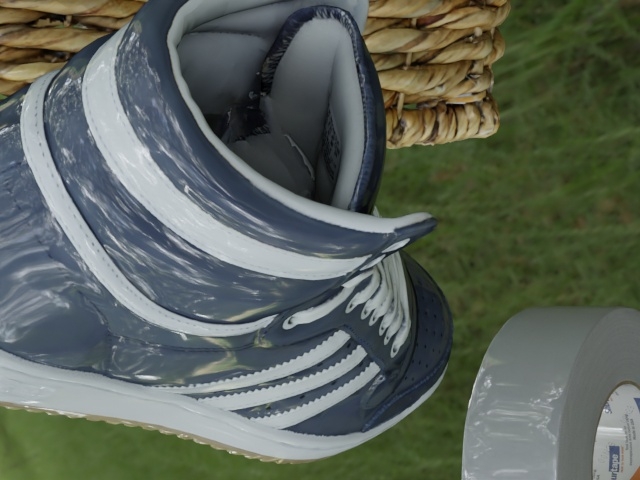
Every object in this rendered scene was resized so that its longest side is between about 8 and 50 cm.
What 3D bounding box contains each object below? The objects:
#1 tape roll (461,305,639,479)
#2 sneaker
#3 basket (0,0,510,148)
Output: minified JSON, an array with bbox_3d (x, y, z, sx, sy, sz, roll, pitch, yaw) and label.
[{"bbox_3d":[0.183,0.155,1.012,0.072,0.219,0.219,-1,118,36],"label":"tape roll"},{"bbox_3d":[0.000,0.000,0.482,0.153,0.282,0.099,-32,64,30],"label":"sneaker"},{"bbox_3d":[-0.074,-0.170,0.680,0.213,0.299,0.223,30,120,58],"label":"basket"}]
